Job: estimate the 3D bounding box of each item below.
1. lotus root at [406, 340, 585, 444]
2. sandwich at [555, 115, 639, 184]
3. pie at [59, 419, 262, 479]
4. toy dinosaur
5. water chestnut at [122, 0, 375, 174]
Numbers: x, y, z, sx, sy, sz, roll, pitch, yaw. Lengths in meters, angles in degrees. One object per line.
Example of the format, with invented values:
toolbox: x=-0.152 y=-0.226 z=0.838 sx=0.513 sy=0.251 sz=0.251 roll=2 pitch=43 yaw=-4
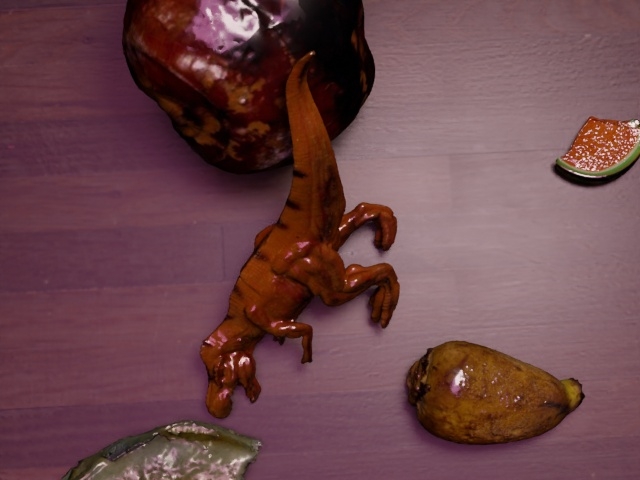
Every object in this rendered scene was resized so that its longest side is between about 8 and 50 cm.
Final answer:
lotus root: x=0.187 y=0.161 z=1.469 sx=0.191 sy=0.094 sz=0.108 roll=8 pitch=118 yaw=-4
sandwich: x=0.307 y=-0.098 z=1.530 sx=0.069 sy=0.026 sz=0.101 roll=37 pitch=82 yaw=8
pie: x=-0.157 y=0.336 z=1.458 sx=0.303 sy=0.067 sz=0.302 roll=0 pitch=83 yaw=0
toy dinosaur: x=0.000 y=0.000 z=1.439 sx=0.208 sy=0.097 sz=0.432 roll=2 pitch=120 yaw=-31
water chestnut: x=-0.062 y=-0.213 z=1.422 sx=0.244 sy=0.289 sz=0.289 roll=-27 pitch=84 yaw=26
